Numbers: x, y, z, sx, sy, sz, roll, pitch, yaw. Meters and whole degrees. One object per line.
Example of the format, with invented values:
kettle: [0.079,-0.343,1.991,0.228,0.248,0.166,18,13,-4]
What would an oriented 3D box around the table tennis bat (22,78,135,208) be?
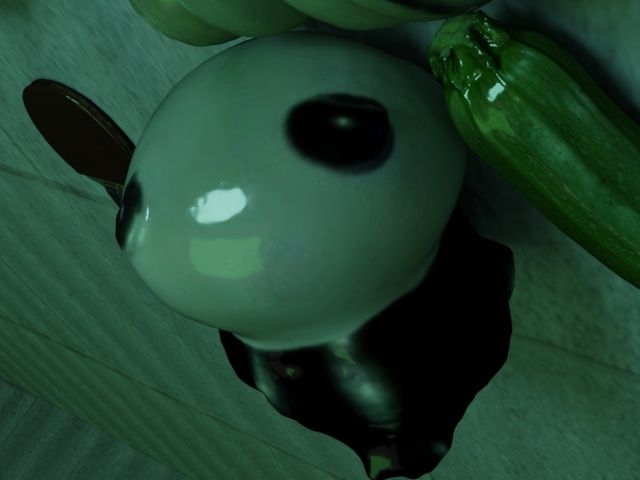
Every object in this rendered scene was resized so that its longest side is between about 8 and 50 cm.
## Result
table tennis bat: [-0.217,-0.076,0.948,0.130,0.019,0.220,17,150,34]

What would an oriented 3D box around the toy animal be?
toy animal: [0.000,-0.008,0.586,0.212,0.212,0.267,12,144,41]

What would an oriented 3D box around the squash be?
squash: [0.142,-0.037,0.493,0.219,0.068,0.077,39,172,-13]

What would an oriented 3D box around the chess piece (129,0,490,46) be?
chess piece: [-0.026,-0.149,0.440,0.133,0.133,0.243,46,158,-25]
